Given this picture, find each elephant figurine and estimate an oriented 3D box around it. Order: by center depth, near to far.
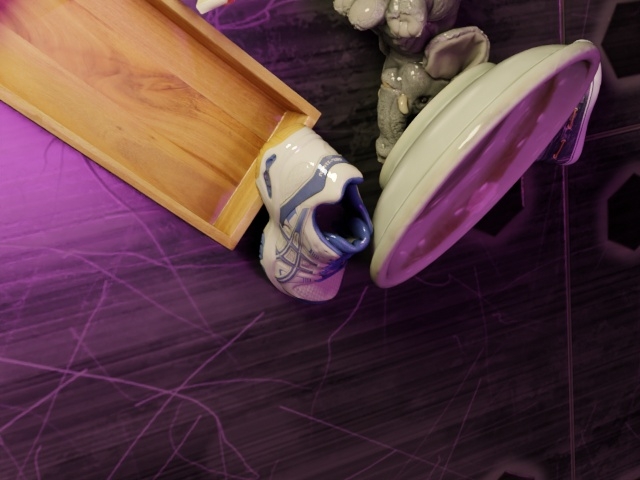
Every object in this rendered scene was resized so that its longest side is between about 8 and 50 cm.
[{"bbox_3d":[0.126,-0.245,1.334,0.239,0.186,0.169,58,30,-38],"label":"elephant figurine"}]

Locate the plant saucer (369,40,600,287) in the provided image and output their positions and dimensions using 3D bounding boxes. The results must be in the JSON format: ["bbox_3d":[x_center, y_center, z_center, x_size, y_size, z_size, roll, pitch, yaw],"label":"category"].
[{"bbox_3d":[0.182,-0.114,1.323,0.400,0.400,0.100,-41,75,-14],"label":"plant saucer"}]

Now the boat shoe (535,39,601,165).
[{"bbox_3d":[0.344,-0.197,1.498,0.083,0.065,0.183,-2,106,-33],"label":"boat shoe"}]

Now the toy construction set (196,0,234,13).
[{"bbox_3d":[-0.134,-0.412,1.084,0.151,0.215,0.327,-18,128,2],"label":"toy construction set"}]

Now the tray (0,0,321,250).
[{"bbox_3d":[-0.212,-0.180,1.190,0.411,0.076,0.202,35,84,-32],"label":"tray"}]

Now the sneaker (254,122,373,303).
[{"bbox_3d":[0.000,0.000,1.270,0.112,0.131,0.296,-41,147,-21],"label":"sneaker"}]
